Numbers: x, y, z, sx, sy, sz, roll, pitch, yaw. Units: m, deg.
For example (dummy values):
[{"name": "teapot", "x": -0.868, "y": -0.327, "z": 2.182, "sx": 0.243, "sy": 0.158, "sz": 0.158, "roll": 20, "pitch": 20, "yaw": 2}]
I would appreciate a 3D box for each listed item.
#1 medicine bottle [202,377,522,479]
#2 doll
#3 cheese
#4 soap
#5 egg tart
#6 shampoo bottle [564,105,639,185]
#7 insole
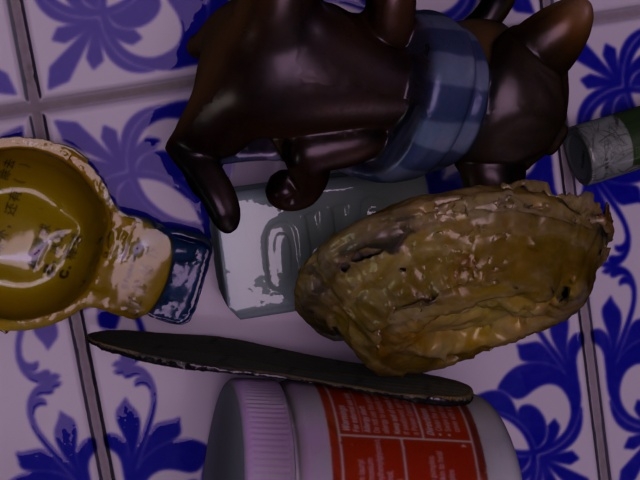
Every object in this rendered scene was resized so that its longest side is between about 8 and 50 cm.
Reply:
[{"name": "medicine bottle", "x": 0.027, "y": 0.251, "z": 1.006, "sx": 0.240, "sy": 0.252, "sz": 0.253, "roll": 6, "pitch": 96, "yaw": -12}, {"name": "doll", "x": 0.049, "y": -0.150, "z": 0.987, "sx": 0.339, "sy": 0.209, "sz": 0.318, "roll": 8, "pitch": 95, "yaw": -16}, {"name": "cheese", "x": -0.232, "y": 0.005, "z": 1.013, "sx": 0.270, "sy": 0.069, "sz": 0.177, "roll": 16, "pitch": 94, "yaw": -16}, {"name": "soap", "x": 0.000, "y": 0.000, "z": 1.065, "sx": 0.198, "sy": 0.066, "sz": 0.119, "roll": -8, "pitch": 97, "yaw": -11}, {"name": "egg tart", "x": 0.116, "y": 0.043, "z": 0.958, "sx": 0.278, "sy": 0.279, "sz": 0.095, "roll": -5, "pitch": 65, "yaw": -12}, {"name": "shampoo bottle", "x": 0.346, "y": -0.110, "z": 1.133, "sx": 0.204, "sy": 0.065, "sz": 0.065, "roll": -17, "pitch": 100, "yaw": -10}, {"name": "insole", "x": -0.038, "y": 0.108, "z": 1.013, "sx": 0.348, "sy": 0.119, "sz": 0.009, "roll": 8, "pitch": 98, "yaw": 9}]
